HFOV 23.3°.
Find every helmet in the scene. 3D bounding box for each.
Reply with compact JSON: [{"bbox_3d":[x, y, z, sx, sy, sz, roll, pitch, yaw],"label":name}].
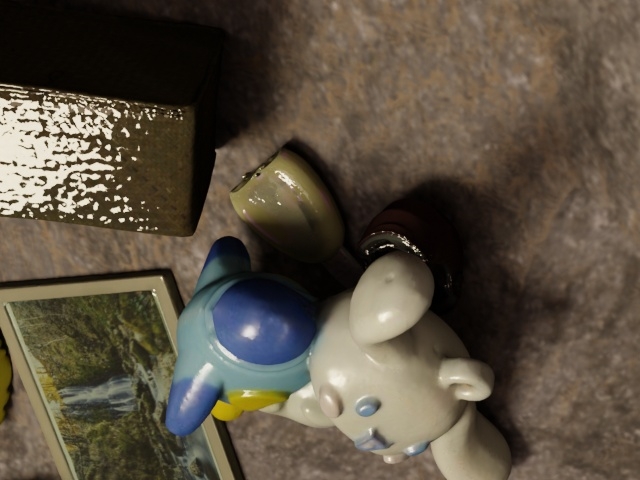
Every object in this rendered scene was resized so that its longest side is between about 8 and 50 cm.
[{"bbox_3d":[0.091,0.009,1.451,0.098,0.070,0.123,8,150,31],"label":"helmet"}]

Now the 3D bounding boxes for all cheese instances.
[{"bbox_3d":[0.000,0.000,1.510,0.192,0.037,0.097,47,128,-7],"label":"cheese"}]

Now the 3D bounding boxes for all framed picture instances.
[{"bbox_3d":[-0.220,0.183,1.724,0.240,0.020,0.324,-4,116,27],"label":"framed picture"}]

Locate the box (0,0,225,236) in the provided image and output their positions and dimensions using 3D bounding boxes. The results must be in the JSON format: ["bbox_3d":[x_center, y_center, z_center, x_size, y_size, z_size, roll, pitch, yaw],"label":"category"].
[{"bbox_3d":[-0.234,-0.116,1.423,0.273,0.184,0.143,7,120,2],"label":"box"}]

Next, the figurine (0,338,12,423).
[{"bbox_3d":[-0.529,0.132,1.774,0.315,0.168,0.187,16,163,27],"label":"figurine"}]

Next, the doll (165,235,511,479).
[{"bbox_3d":[-0.012,0.121,1.462,0.366,0.187,0.376,7,133,25],"label":"doll"}]
